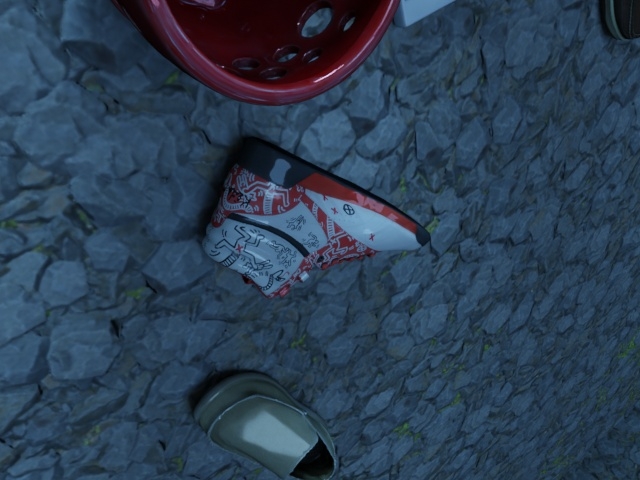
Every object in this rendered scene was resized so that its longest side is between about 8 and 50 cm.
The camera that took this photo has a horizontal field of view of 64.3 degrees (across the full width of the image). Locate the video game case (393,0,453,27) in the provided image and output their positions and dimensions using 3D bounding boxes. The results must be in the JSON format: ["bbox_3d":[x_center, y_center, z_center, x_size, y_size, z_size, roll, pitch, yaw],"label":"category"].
[{"bbox_3d":[0.132,-0.349,0.511,0.184,0.023,0.201,-34,131,-16],"label":"video game case"}]

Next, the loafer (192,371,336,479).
[{"bbox_3d":[-0.056,0.260,0.689,0.102,0.092,0.268,-51,133,0],"label":"loafer"}]

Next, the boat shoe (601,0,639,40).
[{"bbox_3d":[0.440,-0.385,0.666,0.095,0.095,0.257,-34,131,-16],"label":"boat shoe"}]

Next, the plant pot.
[{"bbox_3d":[-0.060,-0.205,0.351,0.191,0.174,0.191,-18,124,-28],"label":"plant pot"}]

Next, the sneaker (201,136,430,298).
[{"bbox_3d":[-0.001,-0.001,0.578,0.270,0.090,0.144,21,103,-38],"label":"sneaker"}]
